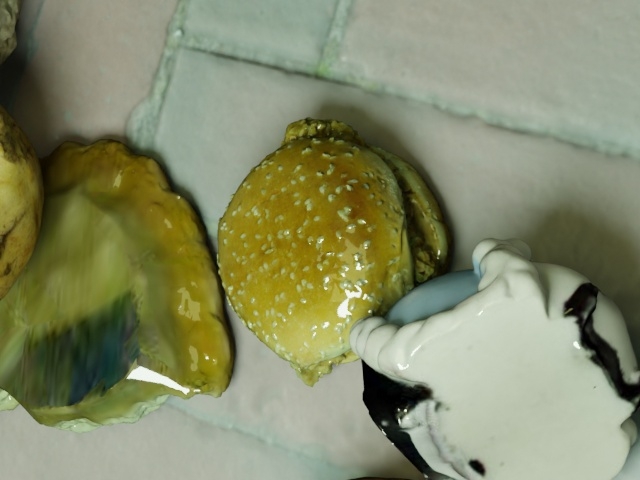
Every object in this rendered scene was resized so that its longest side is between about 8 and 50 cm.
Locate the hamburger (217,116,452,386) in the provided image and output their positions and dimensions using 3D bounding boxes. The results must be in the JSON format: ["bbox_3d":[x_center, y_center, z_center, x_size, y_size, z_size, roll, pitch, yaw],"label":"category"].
[{"bbox_3d":[0.000,0.000,1.365,0.189,0.122,0.215,-31,66,22],"label":"hamburger"}]

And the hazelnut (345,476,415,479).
[{"bbox_3d":[0.033,0.280,1.250,0.214,0.214,0.176,-32,78,19],"label":"hazelnut"}]

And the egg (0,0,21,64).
[{"bbox_3d":[-0.422,-0.258,1.560,0.279,0.279,0.310,9,113,29],"label":"egg"}]

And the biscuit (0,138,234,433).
[{"bbox_3d":[-0.245,0.075,1.509,0.335,0.078,0.329,-41,60,14],"label":"biscuit"}]

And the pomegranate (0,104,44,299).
[{"bbox_3d":[-0.378,-0.037,1.429,0.260,0.260,0.260,-5,79,27],"label":"pomegranate"}]

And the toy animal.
[{"bbox_3d":[0.136,0.096,1.243,0.204,0.208,0.156,-34,29,4],"label":"toy animal"}]
